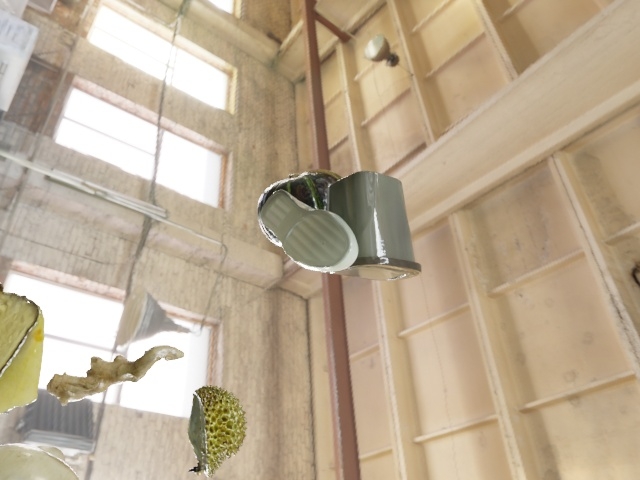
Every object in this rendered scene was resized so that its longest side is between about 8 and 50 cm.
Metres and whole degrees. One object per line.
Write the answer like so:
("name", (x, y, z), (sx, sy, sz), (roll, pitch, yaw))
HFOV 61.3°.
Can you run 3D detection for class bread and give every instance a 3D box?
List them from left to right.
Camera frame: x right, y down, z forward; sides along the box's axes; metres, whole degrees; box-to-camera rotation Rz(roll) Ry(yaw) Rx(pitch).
("bread", (-0.542, 0.148, 0.803), (0.240, 0.135, 0.177), (11, -85, 24))

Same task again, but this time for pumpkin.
("pumpkin", (-0.048, -0.104, 1.768), (0.323, 0.324, 0.241), (-7, -83, 54))

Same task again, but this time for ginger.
("ginger", (-0.439, 0.277, 1.161), (0.075, 0.288, 0.089), (84, -15, -62))

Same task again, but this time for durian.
("durian", (-0.260, 0.495, 1.385), (0.193, 0.138, 0.237), (40, -59, 52))

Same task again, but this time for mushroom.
("mushroom", (-0.492, 0.441, 0.888), (0.260, 0.253, 0.234), (-31, -165, 14))

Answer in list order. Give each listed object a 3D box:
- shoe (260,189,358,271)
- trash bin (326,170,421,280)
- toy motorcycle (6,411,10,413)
("shoe", (0.000, 0.000, 1.217), (0.131, 0.160, 0.363), (-56, -144, 1))
("trash bin", (0.121, -0.028, 1.383), (0.219, 0.220, 0.249), (-21, -115, 47))
("toy motorcycle", (-0.817, 0.330, 1.211), (0.090, 0.263, 0.157), (-75, -172, -47))
